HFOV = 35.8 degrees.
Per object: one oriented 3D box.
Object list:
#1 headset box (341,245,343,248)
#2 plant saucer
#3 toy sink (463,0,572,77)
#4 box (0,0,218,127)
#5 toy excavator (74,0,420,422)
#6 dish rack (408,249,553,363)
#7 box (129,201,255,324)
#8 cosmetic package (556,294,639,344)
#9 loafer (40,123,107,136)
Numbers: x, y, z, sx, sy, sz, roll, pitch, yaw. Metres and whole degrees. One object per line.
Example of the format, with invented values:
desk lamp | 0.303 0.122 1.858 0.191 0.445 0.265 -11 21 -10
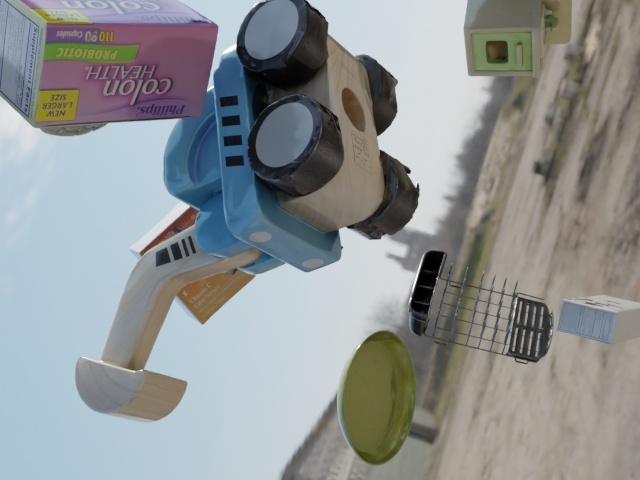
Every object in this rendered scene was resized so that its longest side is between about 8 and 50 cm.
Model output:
headset box | 0.000 0.000 1.909 0.032 0.083 0.062 -54 -49 -7
plant saucer | 0.096 0.281 1.787 0.241 0.037 0.241 0 -90 -54
toy sink | 0.452 -0.468 2.265 0.153 0.234 0.131 74 -157 -52
box | -0.278 -0.237 1.142 0.213 0.243 0.117 -9 -54 -40
toy excavator | -0.118 -0.023 1.246 0.222 0.445 0.433 27 -131 -50
dish rack | 0.307 0.129 1.869 0.208 0.271 0.074 -66 -13 -51
box | -0.221 0.037 1.710 0.130 0.170 0.091 -44 19 -12
cosmetic package | 0.500 0.134 1.729 0.239 0.099 0.060 2 -78 -59
loafer | -0.360 -0.258 1.640 0.112 0.111 0.319 -44 -5 37
